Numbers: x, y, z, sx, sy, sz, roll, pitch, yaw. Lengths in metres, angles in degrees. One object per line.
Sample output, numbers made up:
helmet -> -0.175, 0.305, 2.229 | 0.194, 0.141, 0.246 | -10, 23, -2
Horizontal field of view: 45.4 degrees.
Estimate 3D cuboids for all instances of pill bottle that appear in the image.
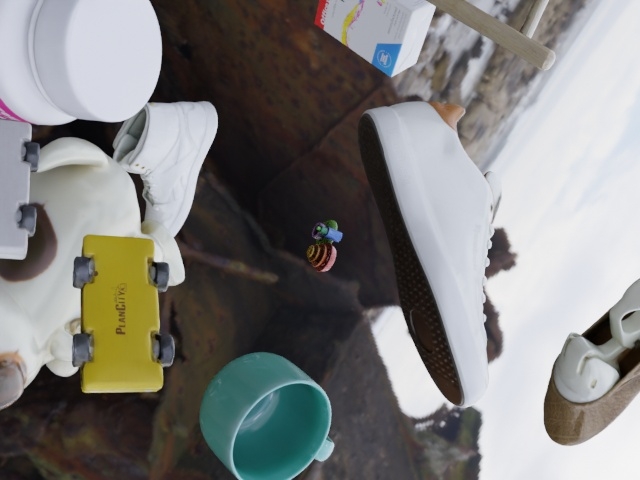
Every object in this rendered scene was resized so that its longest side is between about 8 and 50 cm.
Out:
pill bottle -> -0.314, -0.203, 0.773 | 0.160, 0.283, 0.160 | -38, 133, -55

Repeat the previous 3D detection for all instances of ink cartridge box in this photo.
ink cartridge box -> 0.074, -0.404, 1.312 | 0.078, 0.231, 0.134 | -36, 156, -36

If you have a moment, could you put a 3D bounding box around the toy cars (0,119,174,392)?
toy cars -> -0.298, 0.022, 0.851 | 0.176, 0.393, 0.087 | -40, 168, -41

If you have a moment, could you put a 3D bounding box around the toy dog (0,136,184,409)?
toy dog -> -0.429, 0.076, 1.142 | 0.408, 0.284, 0.395 | -52, 177, -27

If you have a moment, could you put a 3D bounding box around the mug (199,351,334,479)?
mug -> -0.064, 0.200, 0.847 | 0.129, 0.097, 0.158 | -30, 126, -25

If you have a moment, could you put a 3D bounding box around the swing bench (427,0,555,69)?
swing bench -> 0.126, -0.322, 0.635 | 0.253, 0.254, 0.165 | 96, 20, -55

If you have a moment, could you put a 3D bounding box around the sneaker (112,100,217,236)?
sneaker -> -0.310, -0.124, 1.383 | 0.169, 0.108, 0.293 | -5, 128, -43

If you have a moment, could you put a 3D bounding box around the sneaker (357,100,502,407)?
sneaker -> 0.132, 0.005, 0.716 | 0.123, 0.290, 0.106 | -14, 179, -15

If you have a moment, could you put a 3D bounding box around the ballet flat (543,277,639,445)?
ballet flat -> 0.397, 0.127, 0.999 | 0.342, 0.116, 0.124 | -47, 133, 15

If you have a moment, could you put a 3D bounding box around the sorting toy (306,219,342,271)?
sorting toy -> 0.000, 0.000, 1.205 | 0.061, 0.042, 0.102 | -46, -149, 36
